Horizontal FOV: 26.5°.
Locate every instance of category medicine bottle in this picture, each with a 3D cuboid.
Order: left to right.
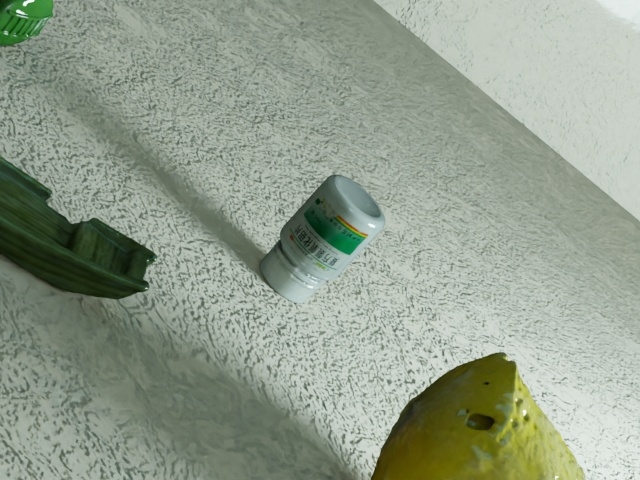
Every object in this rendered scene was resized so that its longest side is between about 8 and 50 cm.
[{"bbox_3d":[0.000,0.000,1.445,0.080,0.130,0.080,36,21,-16],"label":"medicine bottle"}]

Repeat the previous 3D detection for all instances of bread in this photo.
[{"bbox_3d":[0.137,0.209,1.212,0.170,0.197,0.197,46,21,-5],"label":"bread"}]

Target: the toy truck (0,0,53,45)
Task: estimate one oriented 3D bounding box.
[{"bbox_3d":[-0.381,-0.311,1.414,0.242,0.101,0.125,51,18,13],"label":"toy truck"}]

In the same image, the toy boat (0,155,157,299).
[{"bbox_3d":[-0.272,-0.040,1.146,0.293,0.055,0.093,37,23,-17],"label":"toy boat"}]
